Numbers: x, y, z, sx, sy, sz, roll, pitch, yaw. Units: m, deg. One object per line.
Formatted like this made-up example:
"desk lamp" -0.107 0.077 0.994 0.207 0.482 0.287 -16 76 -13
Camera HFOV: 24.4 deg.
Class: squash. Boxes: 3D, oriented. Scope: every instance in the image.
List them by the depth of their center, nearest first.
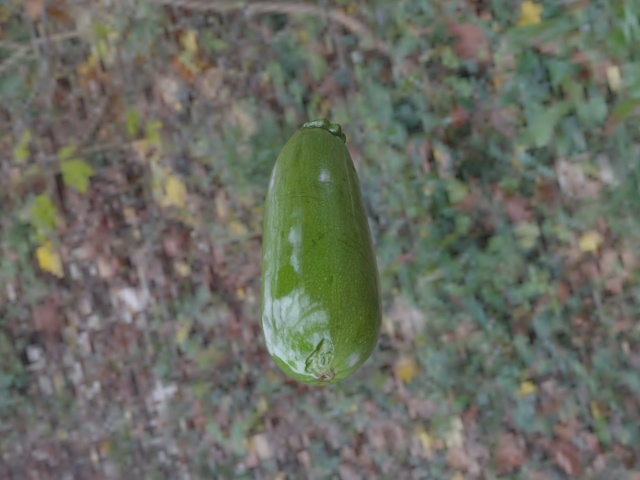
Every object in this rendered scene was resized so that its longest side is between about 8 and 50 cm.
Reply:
"squash" 0.000 0.000 0.828 0.201 0.066 0.066 -90 -3 -49
